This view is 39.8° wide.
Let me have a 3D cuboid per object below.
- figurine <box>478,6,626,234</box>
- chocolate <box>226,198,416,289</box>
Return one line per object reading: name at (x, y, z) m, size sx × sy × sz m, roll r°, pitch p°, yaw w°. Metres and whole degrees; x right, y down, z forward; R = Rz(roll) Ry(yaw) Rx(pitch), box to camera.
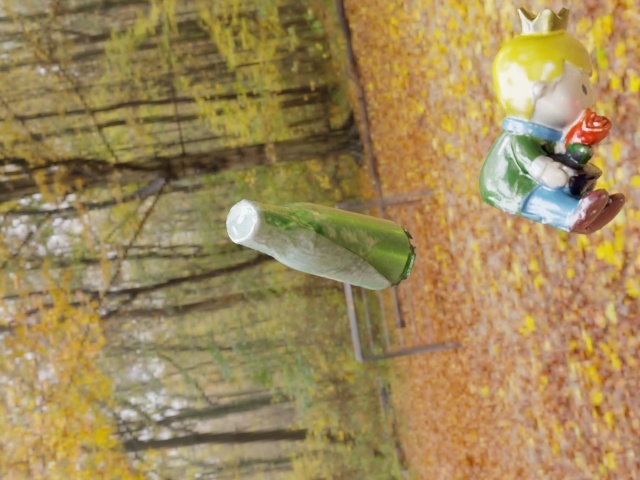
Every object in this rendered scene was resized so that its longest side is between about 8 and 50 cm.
figurine at (0.267, -0.136, 0.985) m, size 0.185 × 0.127 × 0.234 m, roll 29°, pitch 105°, yaw 51°
chocolate at (0.000, 0.000, 1.156) m, size 0.291 × 0.110 × 0.110 m, roll 13°, pitch -119°, yaw -48°
